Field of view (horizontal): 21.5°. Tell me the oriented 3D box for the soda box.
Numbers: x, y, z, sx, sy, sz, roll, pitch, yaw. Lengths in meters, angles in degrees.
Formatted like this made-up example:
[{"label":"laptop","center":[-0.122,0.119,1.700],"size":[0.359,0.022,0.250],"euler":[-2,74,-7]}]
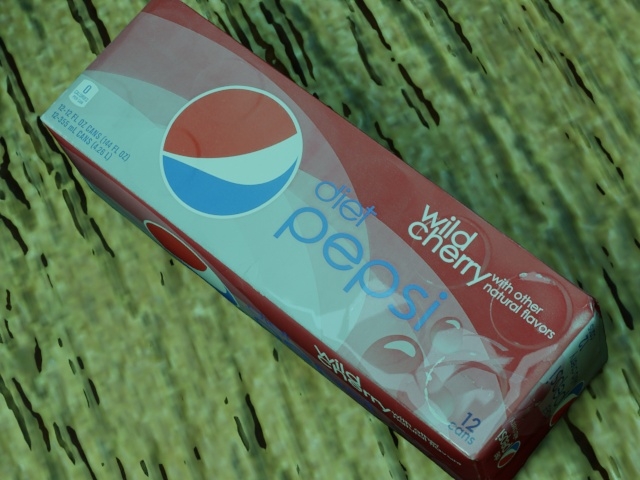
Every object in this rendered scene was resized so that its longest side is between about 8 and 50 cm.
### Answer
[{"label":"soda box","center":[0.000,0.000,0.767],"size":[0.263,0.083,0.092],"euler":[37,78,22]}]
